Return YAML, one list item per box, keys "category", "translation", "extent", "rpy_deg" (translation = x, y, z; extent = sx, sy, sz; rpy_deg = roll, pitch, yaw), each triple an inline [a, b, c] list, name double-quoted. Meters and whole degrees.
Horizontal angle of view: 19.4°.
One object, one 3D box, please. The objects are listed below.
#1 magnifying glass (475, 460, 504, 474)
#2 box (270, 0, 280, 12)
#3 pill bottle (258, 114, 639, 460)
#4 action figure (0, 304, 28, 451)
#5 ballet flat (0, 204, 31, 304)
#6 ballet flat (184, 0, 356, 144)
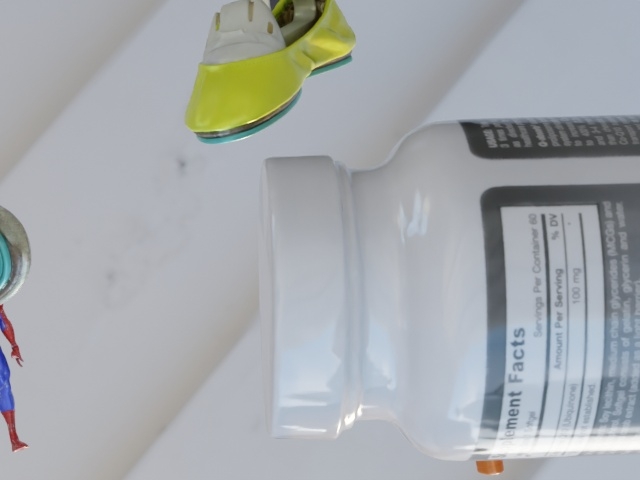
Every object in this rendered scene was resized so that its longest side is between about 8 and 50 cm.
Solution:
- category: "magnifying glass"
  translation: [0.142, 0.105, 1.748]
  extent: [0.092, 0.026, 0.231]
  rpy_deg: [4, 103, 61]
- category: "box"
  translation: [0.025, -0.254, 1.391]
  extent: [0.108, 0.153, 0.207]
  rpy_deg: [58, 152, -9]
- category: "pill bottle"
  translation: [0.147, 0.028, 1.145]
  extent: [0.363, 0.210, 0.210]
  rpy_deg: [-1, 175, -4]
- category: "action figure"
  translation: [-0.195, 0.067, 1.094]
  extent: [0.030, 0.038, 0.115]
  rpy_deg: [145, 114, -71]
- category: "ballet flat"
  translation: [-0.177, 0.007, 0.903]
  extent: [0.168, 0.052, 0.057]
  rpy_deg: [-11, 96, 47]
- category: "ballet flat"
  translation: [-0.039, -0.130, 1.262]
  extent: [0.231, 0.077, 0.077]
  rpy_deg: [-43, -56, -62]
